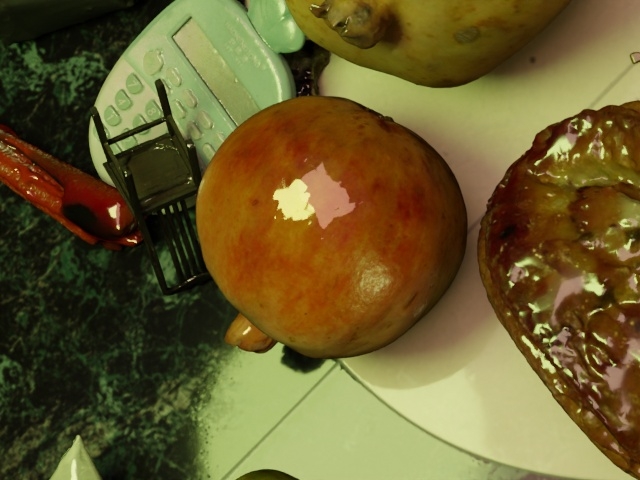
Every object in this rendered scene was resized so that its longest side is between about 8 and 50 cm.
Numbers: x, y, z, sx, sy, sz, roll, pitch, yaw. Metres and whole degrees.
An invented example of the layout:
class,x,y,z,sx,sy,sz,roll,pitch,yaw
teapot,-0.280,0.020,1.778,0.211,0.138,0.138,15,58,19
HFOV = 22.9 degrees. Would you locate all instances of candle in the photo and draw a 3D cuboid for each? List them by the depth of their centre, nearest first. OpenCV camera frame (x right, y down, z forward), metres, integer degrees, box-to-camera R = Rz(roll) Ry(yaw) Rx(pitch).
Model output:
class,x,y,z,sx,sy,sz,roll,pitch,yaw
candle,-0.302,-0.071,1.688,0.302,0.059,0.084,31,131,24

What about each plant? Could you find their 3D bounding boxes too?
class,x,y,z,sx,sy,sz,roll,pitch,yaw
plant,-0.319,-0.304,1.707,0.256,0.142,0.164,0,80,14

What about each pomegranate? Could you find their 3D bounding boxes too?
class,x,y,z,sx,sy,sz,roll,pitch,yaw
pomegranate,0.093,-0.288,1.468,0.342,0.342,0.342,-4,77,17
pomegranate,0.000,0.000,1.498,0.252,0.229,0.270,34,101,13

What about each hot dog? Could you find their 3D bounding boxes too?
class,x,y,z,sx,sy,sz,roll,pitch,yaw
hot dog,0.308,0.047,1.412,0.267,0.174,0.387,-39,71,9

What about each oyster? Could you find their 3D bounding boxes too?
class,x,y,z,sx,sy,sz,roll,pitch,yaw
oyster,-0.067,-0.184,1.647,0.148,0.051,0.103,8,78,22

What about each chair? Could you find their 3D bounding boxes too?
class,x,y,z,sx,sy,sz,roll,pitch,yaw
chair,-0.158,-0.046,1.582,0.084,0.212,0.101,-23,55,-10

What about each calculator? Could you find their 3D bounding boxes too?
class,x,y,z,sx,sy,sz,roll,pitch,yaw
calculator,-0.123,-0.149,1.625,0.295,0.042,0.184,-41,78,24

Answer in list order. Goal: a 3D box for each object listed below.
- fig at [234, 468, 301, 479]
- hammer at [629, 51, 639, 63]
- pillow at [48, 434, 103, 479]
class,x,y,z,sx,sy,sz,roll,pitch,yaw
fig,-0.045,0.311,1.489,0.142,0.148,0.186,-21,75,25
hammer,0.359,-0.201,1.537,0.123,0.014,0.029,-25,63,14
pillow,-0.204,0.323,1.550,0.254,0.078,0.144,48,124,23
